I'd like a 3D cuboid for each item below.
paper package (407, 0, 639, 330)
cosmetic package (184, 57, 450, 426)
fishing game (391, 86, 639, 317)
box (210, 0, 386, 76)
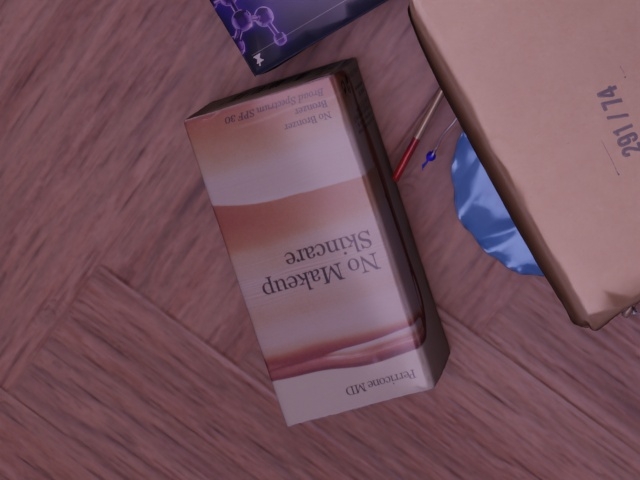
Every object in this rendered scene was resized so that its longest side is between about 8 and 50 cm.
[{"bbox_3d":[0.271,-0.138,1.668,0.309,0.168,0.324,-30,93,5],"label":"paper package"},{"bbox_3d":[0.000,0.000,1.797,0.153,0.129,0.296,-18,99,13],"label":"cosmetic package"},{"bbox_3d":[0.210,-0.061,1.791,0.264,0.041,0.189,27,103,1],"label":"fishing game"},{"bbox_3d":[0.014,-0.290,1.745,0.261,0.103,0.184,-30,98,15],"label":"box"}]
